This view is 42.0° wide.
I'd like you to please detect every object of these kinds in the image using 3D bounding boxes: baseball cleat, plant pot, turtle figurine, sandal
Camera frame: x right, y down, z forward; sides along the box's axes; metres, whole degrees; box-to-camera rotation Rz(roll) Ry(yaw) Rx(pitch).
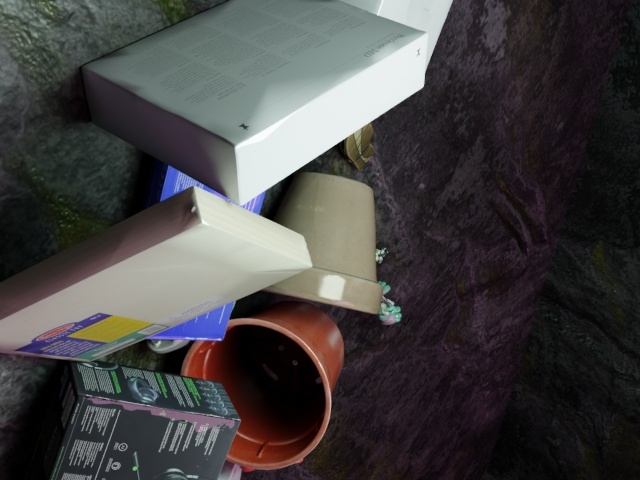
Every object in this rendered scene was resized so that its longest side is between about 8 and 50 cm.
[{"bbox_3d":[-0.212,0.140,1.461,0.206,0.072,0.109,-41,152,-25],"label":"baseball cleat"},{"bbox_3d":[-0.082,0.239,1.541,0.265,0.272,0.272,-37,149,-72],"label":"plant pot"},{"bbox_3d":[0.118,0.106,1.908,0.234,0.118,0.175,54,28,-60],"label":"turtle figurine"},{"bbox_3d":[0.000,0.000,1.531,0.263,0.263,0.229,18,82,-60],"label":"plant pot"},{"bbox_3d":[0.066,-0.191,1.632,0.072,0.049,0.180,-51,165,-6],"label":"sandal"}]

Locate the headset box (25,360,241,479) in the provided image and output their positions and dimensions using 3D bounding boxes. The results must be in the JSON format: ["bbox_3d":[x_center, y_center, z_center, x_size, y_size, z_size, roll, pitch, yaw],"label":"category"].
[{"bbox_3d":[-0.290,0.338,1.320,0.283,0.131,0.246,15,104,-27],"label":"headset box"}]

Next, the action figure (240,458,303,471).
[{"bbox_3d":[-0.064,0.375,1.636,0.280,0.139,0.091,-44,143,-62],"label":"action figure"}]

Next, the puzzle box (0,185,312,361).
[{"bbox_3d":[-0.249,0.063,1.100,0.409,0.052,0.272,-24,159,20],"label":"puzzle box"}]

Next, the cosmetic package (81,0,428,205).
[{"bbox_3d":[-0.078,-0.220,1.127,0.377,0.284,0.097,-36,140,-35],"label":"cosmetic package"}]

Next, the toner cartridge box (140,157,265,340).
[{"bbox_3d":[-0.193,-0.013,1.287,0.165,0.075,0.348,6,113,-31],"label":"toner cartridge box"}]

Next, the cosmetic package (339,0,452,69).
[{"bbox_3d":[0.103,-0.392,1.411,0.224,0.138,0.224,-2,116,-57],"label":"cosmetic package"}]

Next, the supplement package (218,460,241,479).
[{"bbox_3d":[-0.237,0.500,1.630,0.139,0.134,0.244,-69,170,-58],"label":"supplement package"}]
